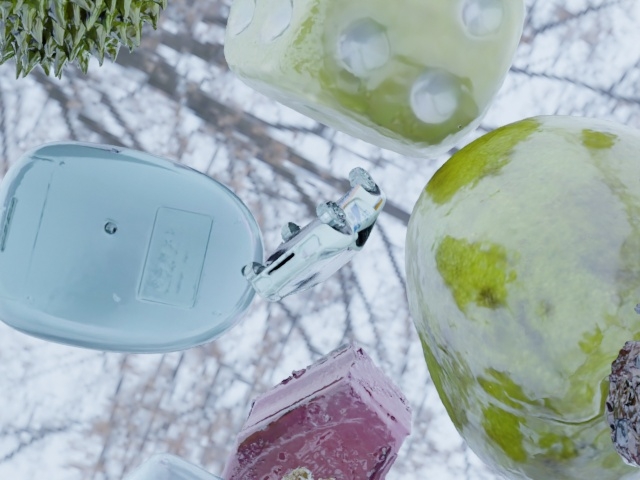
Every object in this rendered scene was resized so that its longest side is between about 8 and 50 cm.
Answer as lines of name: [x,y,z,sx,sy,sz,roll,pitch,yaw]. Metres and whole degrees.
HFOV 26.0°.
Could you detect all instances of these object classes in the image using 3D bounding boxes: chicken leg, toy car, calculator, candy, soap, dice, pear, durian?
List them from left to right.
durian: [-0.218,-0.242,1.155,0.355,0.157,0.169,-33,-115,50]
calculator: [-0.198,0.004,1.236,0.041,0.299,0.185,87,16,-78]
candy: [-0.142,0.310,1.602,0.138,0.174,0.071,-41,-156,49]
soap: [-0.020,0.269,1.751,0.289,0.182,0.112,-31,-162,25]
toy car: [0.000,0.000,1.144,0.095,0.056,0.205,-38,-175,21]
dice: [0.056,-0.232,1.462,0.227,0.238,0.233,26,-88,62]
pear: [0.241,0.057,1.265,0.352,0.352,0.413,-57,-168,18]
chicken leg: [0.213,0.094,0.862,0.234,0.063,0.105,79,17,-70]

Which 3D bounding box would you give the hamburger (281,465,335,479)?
hamburger: [-0.003,0.291,1.214,0.182,0.118,0.191,79,-2,-62]
